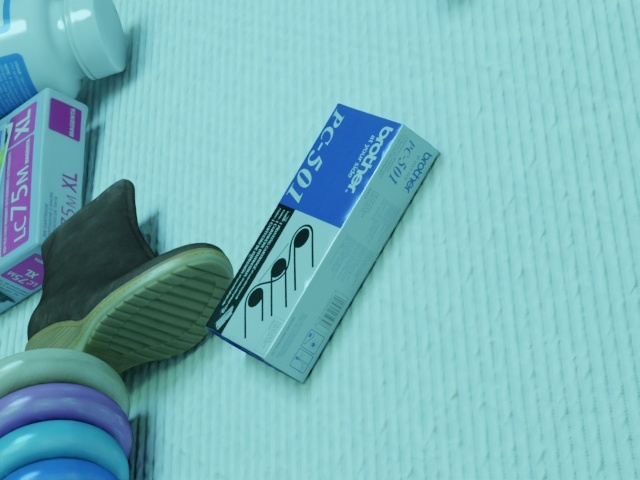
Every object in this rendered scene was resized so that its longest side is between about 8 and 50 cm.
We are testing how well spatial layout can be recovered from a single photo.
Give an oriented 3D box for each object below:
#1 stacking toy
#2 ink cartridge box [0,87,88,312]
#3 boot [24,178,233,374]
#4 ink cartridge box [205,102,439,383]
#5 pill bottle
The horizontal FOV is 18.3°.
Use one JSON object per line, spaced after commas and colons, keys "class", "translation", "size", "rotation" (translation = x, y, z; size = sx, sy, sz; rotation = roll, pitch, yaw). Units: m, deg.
{"class": "stacking toy", "translation": [-0.193, 0.241, 1.510], "size": [0.141, 0.141, 0.330], "rotation": [-41, 41, 22]}
{"class": "ink cartridge box", "translation": [-0.351, -0.002, 1.966], "size": [0.311, 0.065, 0.186], "rotation": [-31, 47, 37]}
{"class": "boot", "translation": [-0.169, 0.018, 1.695], "size": [0.248, 0.090, 0.207], "rotation": [-38, 38, 32]}
{"class": "ink cartridge box", "translation": [0.000, 0.000, 1.532], "size": [0.207, 0.046, 0.097], "rotation": [-59, 34, -5]}
{"class": "pill bottle", "translation": [-0.310, -0.181, 1.974], "size": [0.221, 0.124, 0.124], "rotation": [-14, 46, 11]}
